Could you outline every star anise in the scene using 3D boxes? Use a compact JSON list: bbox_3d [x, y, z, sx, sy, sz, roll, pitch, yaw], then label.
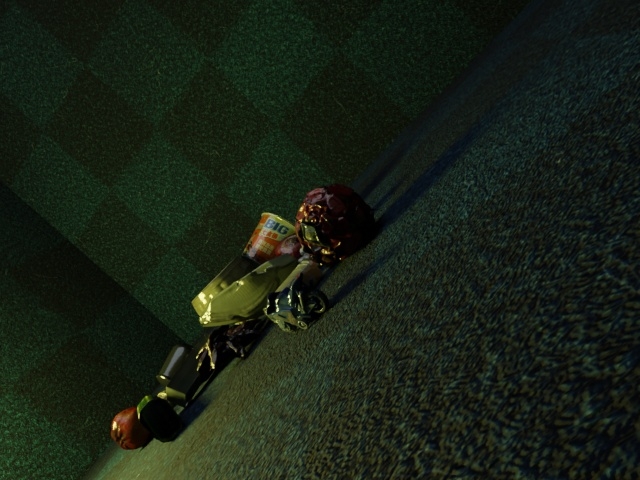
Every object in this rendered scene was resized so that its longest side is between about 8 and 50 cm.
[{"bbox_3d":[-0.309,0.319,1.672,0.272,0.102,0.272,-26,18,9],"label":"star anise"}]

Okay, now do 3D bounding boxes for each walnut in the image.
[{"bbox_3d":[-0.626,0.651,2.113,0.092,0.092,0.092,-46,5,6],"label":"walnut"}]

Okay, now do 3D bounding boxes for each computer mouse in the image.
[{"bbox_3d":[-0.232,0.200,1.786,0.429,0.145,0.228,-34,-6,22],"label":"computer mouse"}]

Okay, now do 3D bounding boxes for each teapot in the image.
[{"bbox_3d":[-0.073,0.153,1.516,0.107,0.077,0.200,-3,40,54],"label":"teapot"}]

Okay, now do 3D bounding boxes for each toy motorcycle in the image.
[{"bbox_3d":[-0.063,0.151,1.212,0.205,0.114,0.076,-42,7,46],"label":"toy motorcycle"}]

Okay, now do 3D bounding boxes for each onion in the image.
[{"bbox_3d":[-0.081,0.053,1.915,0.177,0.153,0.177,-26,9,4],"label":"onion"}]

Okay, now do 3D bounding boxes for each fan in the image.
[{"bbox_3d":[-0.400,0.437,1.843,0.229,0.011,0.334,95,-165,-55],"label":"fan"}]

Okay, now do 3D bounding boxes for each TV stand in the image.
[{"bbox_3d":[-0.453,0.465,1.876,0.269,0.083,0.088,-58,-17,-50],"label":"TV stand"}]

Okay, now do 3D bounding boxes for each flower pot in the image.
[{"bbox_3d":[-0.360,0.241,2.186,0.307,0.244,0.307,-45,6,6],"label":"flower pot"}]

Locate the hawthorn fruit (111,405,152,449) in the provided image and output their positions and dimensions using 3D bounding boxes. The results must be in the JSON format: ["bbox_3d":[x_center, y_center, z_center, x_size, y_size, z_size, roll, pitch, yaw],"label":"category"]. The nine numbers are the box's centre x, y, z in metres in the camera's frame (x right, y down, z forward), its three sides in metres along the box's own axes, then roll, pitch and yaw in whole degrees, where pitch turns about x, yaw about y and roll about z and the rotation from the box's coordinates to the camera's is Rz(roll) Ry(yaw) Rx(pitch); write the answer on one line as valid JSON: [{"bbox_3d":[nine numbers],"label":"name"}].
[{"bbox_3d":[-0.697,0.695,1.963,0.157,0.157,0.194,-44,3,26],"label":"hawthorn fruit"}]

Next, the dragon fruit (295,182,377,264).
[{"bbox_3d":[0.052,-0.046,1.473,0.293,0.233,0.234,-2,-34,-51],"label":"dragon fruit"}]

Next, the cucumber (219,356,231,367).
[{"bbox_3d":[-0.333,0.390,1.840,0.116,0.062,0.115,-64,-1,15],"label":"cucumber"}]

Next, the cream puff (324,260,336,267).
[{"bbox_3d":[0.025,0.041,1.570,0.083,0.058,0.083,2,-91,-78],"label":"cream puff"}]

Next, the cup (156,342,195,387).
[{"bbox_3d":[-0.517,0.507,2.004,0.223,0.169,0.176,1,45,42],"label":"cup"}]

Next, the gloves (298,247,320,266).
[{"bbox_3d":[0.013,0.004,1.769,0.140,0.132,0.218,-163,89,-74],"label":"gloves"}]

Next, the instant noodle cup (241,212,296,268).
[{"bbox_3d":[-0.193,0.044,2.249,0.213,0.296,0.296,-57,8,-16],"label":"instant noodle cup"}]

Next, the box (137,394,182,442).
[{"bbox_3d":[-0.521,0.563,1.665,0.097,0.134,0.345,-48,5,-23],"label":"box"}]
